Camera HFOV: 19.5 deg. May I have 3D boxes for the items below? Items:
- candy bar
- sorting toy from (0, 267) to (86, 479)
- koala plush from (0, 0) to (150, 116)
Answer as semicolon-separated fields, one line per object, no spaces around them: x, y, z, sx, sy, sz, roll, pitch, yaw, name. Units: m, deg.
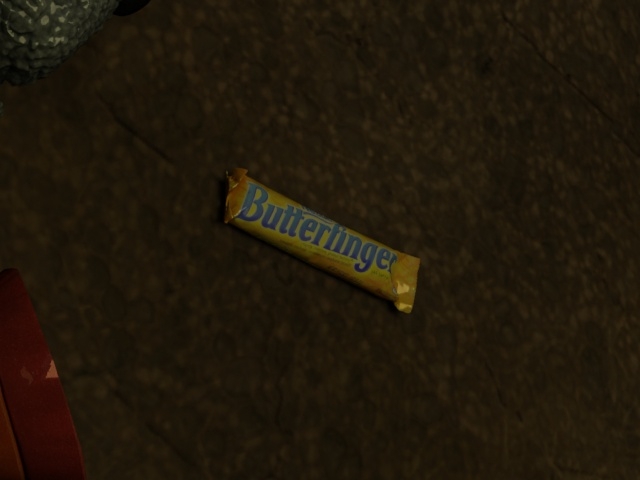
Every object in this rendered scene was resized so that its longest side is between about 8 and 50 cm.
0.000;0.000;1.158;0.161;0.018;0.040;27;61;-34;candy bar
-0.158;0.204;0.928;0.126;0.127;0.365;-16;91;-13;sorting toy
-0.153;-0.177;0.966;0.221;0.196;0.203;-32;89;-38;koala plush
